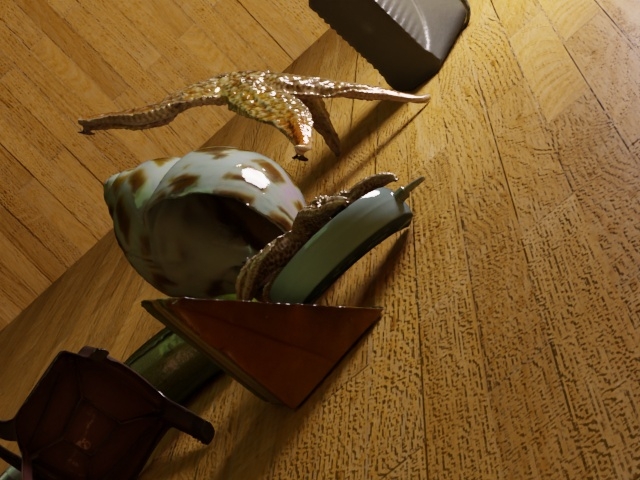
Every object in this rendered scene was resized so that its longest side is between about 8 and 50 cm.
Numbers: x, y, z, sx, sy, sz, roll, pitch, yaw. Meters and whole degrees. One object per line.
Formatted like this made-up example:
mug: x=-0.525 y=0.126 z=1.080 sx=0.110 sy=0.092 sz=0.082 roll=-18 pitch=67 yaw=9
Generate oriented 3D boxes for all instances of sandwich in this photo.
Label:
sandwich: x=-0.062 y=0.067 z=1.454 sx=0.144 sy=0.187 sz=0.117 roll=-54 pitch=14 yaw=-15

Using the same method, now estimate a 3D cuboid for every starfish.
starfish: x=0.000 y=0.000 z=1.652 sx=0.236 sy=0.062 sz=0.277 roll=-29 pitch=-21 yaw=-31
starfish: x=-0.081 y=-0.182 z=2.099 sx=0.384 sy=0.132 sz=0.398 roll=16 pitch=14 yaw=40

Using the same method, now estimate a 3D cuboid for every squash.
squash: x=-0.202 y=0.171 z=1.780 sx=0.341 sy=0.094 sz=0.094 roll=-41 pitch=12 yaw=19

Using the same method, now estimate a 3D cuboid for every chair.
chair: x=-0.277 y=0.222 z=1.661 sx=0.183 sy=0.175 sz=0.326 roll=-55 pitch=20 yaw=-9

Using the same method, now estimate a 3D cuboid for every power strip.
power strip: x=0.032 y=0.004 z=1.566 sx=0.216 sy=0.044 sz=0.137 roll=-41 pitch=-12 yaw=-5

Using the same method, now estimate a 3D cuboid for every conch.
conch: x=-0.158 y=-0.031 z=1.915 sx=0.368 sy=0.249 sz=0.197 roll=-1 pitch=55 yaw=20

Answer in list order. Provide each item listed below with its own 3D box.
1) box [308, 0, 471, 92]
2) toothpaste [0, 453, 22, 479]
box: x=0.101 y=-0.379 z=2.247 sx=0.138 sy=0.274 sz=0.178 roll=-36 pitch=20 yaw=40
toothpaste: x=-0.390 y=0.289 z=2.132 sx=0.239 sy=0.039 sz=0.062 roll=-45 pitch=5 yaw=-15
